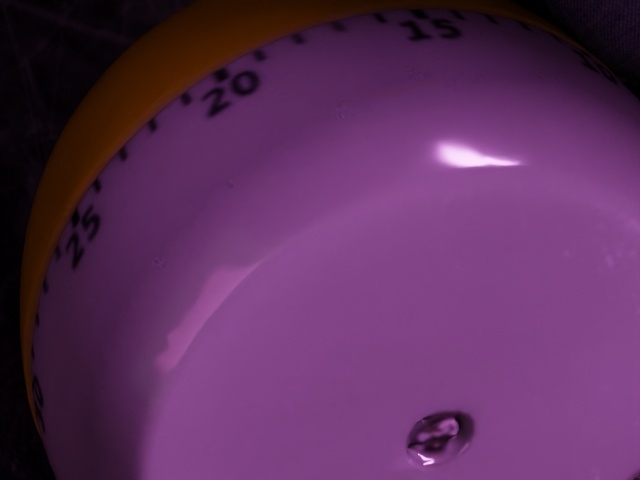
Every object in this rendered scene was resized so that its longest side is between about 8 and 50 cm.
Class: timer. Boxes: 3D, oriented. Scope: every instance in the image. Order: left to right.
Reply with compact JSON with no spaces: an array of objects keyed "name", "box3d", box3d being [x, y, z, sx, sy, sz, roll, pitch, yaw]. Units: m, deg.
[{"name":"timer","box3d":[0.000,0.000,0.492,0.285,0.285,0.285,12,115,27]}]

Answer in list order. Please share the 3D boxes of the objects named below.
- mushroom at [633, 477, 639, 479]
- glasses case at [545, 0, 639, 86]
[{"name":"mushroom","box3d":[0.348,0.117,0.318,0.397,0.224,0.314,-30,90,35]},{"name":"glasses case","box3d":[0.194,-0.156,0.394,0.109,0.067,0.282,50,129,-5]}]
